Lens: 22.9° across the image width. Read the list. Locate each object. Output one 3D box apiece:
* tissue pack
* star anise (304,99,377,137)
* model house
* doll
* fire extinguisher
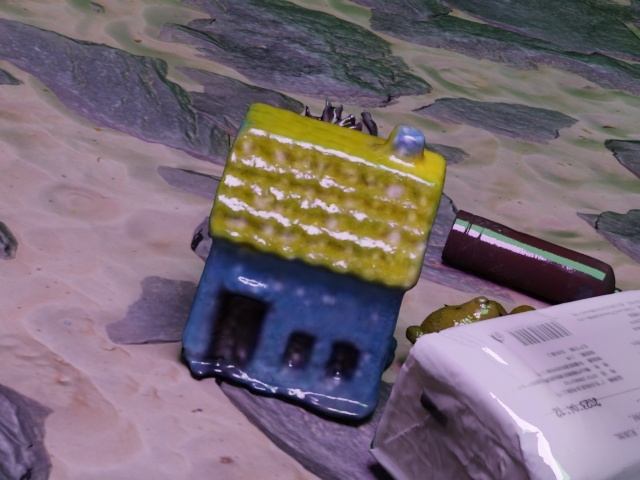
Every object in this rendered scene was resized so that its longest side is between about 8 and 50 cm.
[{"bbox_3d":[0.268,0.201,1.596,0.356,0.194,0.266,-8,38,-36],"label":"tissue pack"},{"bbox_3d":[0.020,-0.126,2.233,0.148,0.219,0.227,-6,-22,19],"label":"star anise"},{"bbox_3d":[0.000,0.000,1.718,0.237,0.303,0.215,16,22,0],"label":"model house"},{"bbox_3d":[0.189,0.098,1.847,0.137,0.097,0.209,21,23,19],"label":"doll"},{"bbox_3d":[0.292,0.039,2.036,0.267,0.072,0.089,20,-8,7],"label":"fire extinguisher"}]
